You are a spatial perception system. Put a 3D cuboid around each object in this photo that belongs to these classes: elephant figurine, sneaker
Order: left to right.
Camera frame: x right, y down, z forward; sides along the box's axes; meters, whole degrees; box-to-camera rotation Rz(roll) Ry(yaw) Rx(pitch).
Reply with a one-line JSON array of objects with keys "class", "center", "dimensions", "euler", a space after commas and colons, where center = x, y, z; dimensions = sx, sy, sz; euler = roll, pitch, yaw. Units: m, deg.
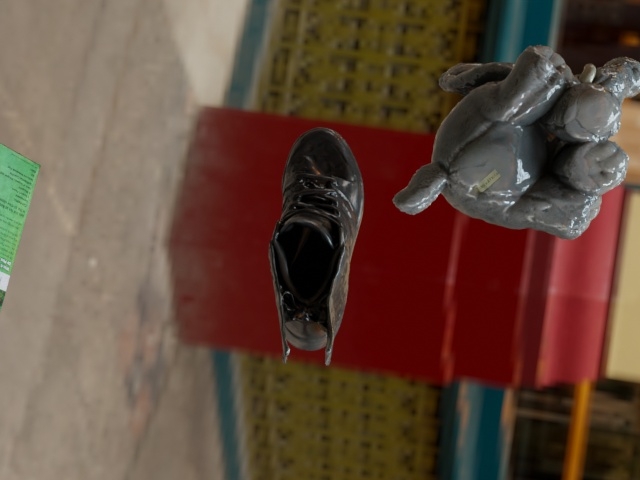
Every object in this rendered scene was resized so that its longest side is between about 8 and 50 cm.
[{"class": "sneaker", "center": [-0.003, 0.000, 1.081], "dimensions": [0.089, 0.051, 0.170], "euler": [85, 9, -70]}, {"class": "elephant figurine", "center": [0.180, -0.093, 1.587], "dimensions": [0.239, 0.186, 0.169], "euler": [-81, -164, -74]}]

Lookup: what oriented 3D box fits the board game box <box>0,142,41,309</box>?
[{"class": "board game box", "center": [-0.293, -0.032, 1.273], "dimensions": [0.259, 0.030, 0.136], "euler": [34, 64, -58]}]
